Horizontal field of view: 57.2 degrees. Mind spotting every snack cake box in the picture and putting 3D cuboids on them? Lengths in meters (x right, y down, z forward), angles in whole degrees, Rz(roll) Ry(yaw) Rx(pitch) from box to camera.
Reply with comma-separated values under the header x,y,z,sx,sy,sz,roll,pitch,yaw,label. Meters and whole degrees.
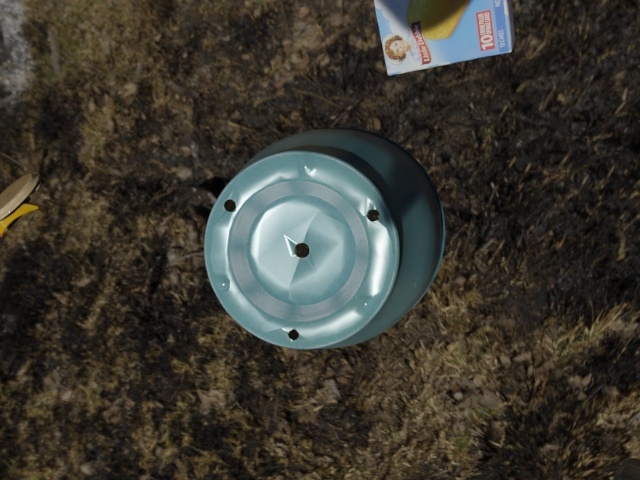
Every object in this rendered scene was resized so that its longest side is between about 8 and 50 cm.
x,y,z,sx,sy,sz,roll,pitch,yaw,label
0.133,-0.343,0.683,0.152,0.264,0.089,-5,24,24,snack cake box

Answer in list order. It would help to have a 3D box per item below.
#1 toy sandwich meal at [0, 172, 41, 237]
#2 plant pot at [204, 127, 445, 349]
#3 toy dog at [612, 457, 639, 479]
x,y,z,sx,sy,sz,roll,pitch,yaw,label
-0.336,-0.039,0.650,0.086,0.029,0.085,-26,36,20,toy sandwich meal
0.000,0.000,0.646,0.272,0.255,0.271,1,95,11,plant pot
0.221,0.207,0.355,0.220,0.334,0.161,-6,98,28,toy dog
